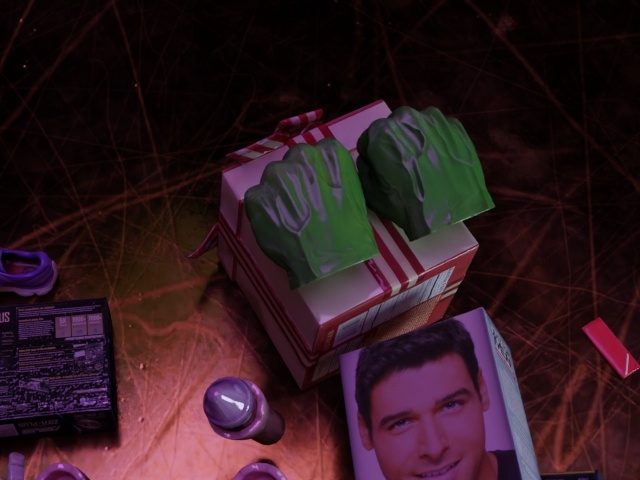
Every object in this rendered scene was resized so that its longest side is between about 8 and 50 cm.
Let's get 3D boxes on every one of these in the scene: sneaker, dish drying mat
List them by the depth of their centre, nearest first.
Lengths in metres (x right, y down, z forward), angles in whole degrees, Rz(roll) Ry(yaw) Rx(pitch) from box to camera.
[{"bbox_3d":[-0.419,0.032,1.440,0.169,0.071,0.068,-6,62,-7],"label":"sneaker"},{"bbox_3d":[0.375,0.138,1.479,0.032,0.008,0.083,-29,68,-17],"label":"dish drying mat"}]

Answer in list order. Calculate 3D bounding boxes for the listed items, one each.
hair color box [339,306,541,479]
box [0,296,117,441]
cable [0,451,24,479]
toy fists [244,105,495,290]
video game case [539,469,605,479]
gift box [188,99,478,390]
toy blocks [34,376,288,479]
[{"bbox_3d":[0.143,0.277,1.245,0.185,0.113,0.374,-21,50,16],"label":"hair color box"},{"bbox_3d":[-0.340,0.156,1.375,0.180,0.077,0.147,-5,62,-8],"label":"box"},{"bbox_3d":[-0.435,0.366,1.250,0.257,0.089,0.257,-9,63,-8],"label":"cable"},{"bbox_3d":[0.050,-0.055,1.243,0.279,0.096,0.142,-21,88,-20],"label":"toy fists"},{"bbox_3d":[0.185,0.388,1.242,0.248,0.035,0.275,-8,55,24],"label":"video game case"},{"bbox_3d":[0.000,0.000,1.387,0.276,0.255,0.258,-23,67,-22],"label":"gift box"},{"bbox_3d":[-0.140,0.319,1.158,0.288,0.260,0.309,-26,66,5],"label":"toy blocks"}]
